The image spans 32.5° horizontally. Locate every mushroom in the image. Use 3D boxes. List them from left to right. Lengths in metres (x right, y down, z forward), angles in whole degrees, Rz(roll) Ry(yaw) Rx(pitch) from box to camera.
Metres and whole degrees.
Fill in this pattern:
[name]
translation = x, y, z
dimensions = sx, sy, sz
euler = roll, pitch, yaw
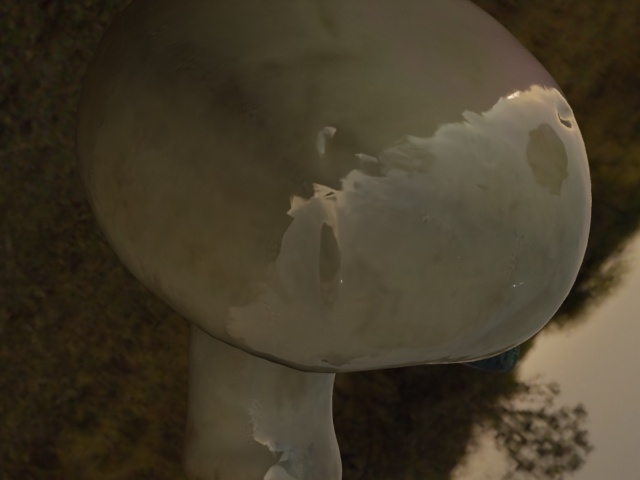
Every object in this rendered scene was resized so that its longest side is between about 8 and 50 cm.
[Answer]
[mushroom]
translation = 0.008, -0.021, 0.655
dimensions = 0.315, 0.315, 0.356
euler = 95, 0, -73

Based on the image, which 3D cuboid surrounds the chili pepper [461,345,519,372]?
[chili pepper]
translation = 0.145, 0.091, 1.137
dimensions = 0.108, 0.062, 0.216
euler = -35, 143, 26
